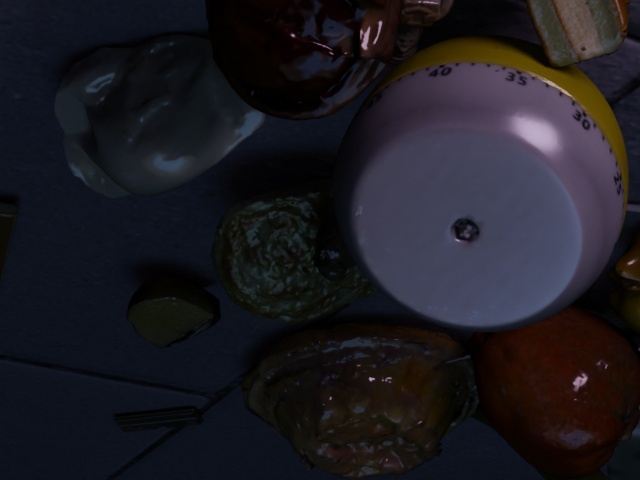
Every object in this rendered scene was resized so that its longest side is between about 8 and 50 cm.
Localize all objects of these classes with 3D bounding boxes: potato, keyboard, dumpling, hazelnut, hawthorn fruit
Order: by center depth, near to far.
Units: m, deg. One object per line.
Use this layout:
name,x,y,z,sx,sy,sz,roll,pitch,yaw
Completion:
hazelnut,-0.019,-0.199,1.247,0.170,0.161,0.202,4,156,14
dumpling,-0.162,-0.123,1.457,0.228,0.124,0.151,-22,110,25
potato,-0.190,0.074,1.869,0.096,0.066,0.103,-28,140,17
hawthorn fruit,0.280,0.175,1.942,0.262,0.210,0.210,23,160,22
keyboard,-0.245,0.270,2.299,0.129,0.015,0.049,-7,147,12

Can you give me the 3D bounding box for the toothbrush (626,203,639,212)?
toothbrush,0.431,-0.032,1.743,0.262,0.022,0.026,5,164,-12

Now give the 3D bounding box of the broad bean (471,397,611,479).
broad bean,0.302,0.286,2.194,0.325,0.075,0.067,29,165,37

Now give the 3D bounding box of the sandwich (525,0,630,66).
sandwich,0.192,-0.234,1.241,0.079,0.113,0.163,-14,149,23

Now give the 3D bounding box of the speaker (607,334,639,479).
speaker,0.500,0.271,2.169,0.184,0.183,0.406,-1,152,11

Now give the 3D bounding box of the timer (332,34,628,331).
timer,0.157,-0.076,1.400,0.285,0.285,0.285,-1,153,-1

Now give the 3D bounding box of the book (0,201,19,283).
book,-0.512,0.035,1.814,0.268,0.032,0.389,8,151,-15

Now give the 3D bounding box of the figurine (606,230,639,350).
figurine,0.411,0.045,1.836,0.122,0.121,0.176,-29,143,-8

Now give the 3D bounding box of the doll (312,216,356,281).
doll,0.145,-0.025,1.615,0.285,0.091,0.203,11,116,-26

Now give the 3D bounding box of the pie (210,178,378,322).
pie,0.000,0.000,1.683,0.247,0.090,0.201,-11,136,-10

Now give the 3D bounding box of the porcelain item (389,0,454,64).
porcelain item,0.084,-0.218,1.333,0.084,0.054,0.213,5,153,-8

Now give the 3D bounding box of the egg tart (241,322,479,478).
egg tart,0.062,0.235,2.110,0.351,0.150,0.352,-3,150,-2
